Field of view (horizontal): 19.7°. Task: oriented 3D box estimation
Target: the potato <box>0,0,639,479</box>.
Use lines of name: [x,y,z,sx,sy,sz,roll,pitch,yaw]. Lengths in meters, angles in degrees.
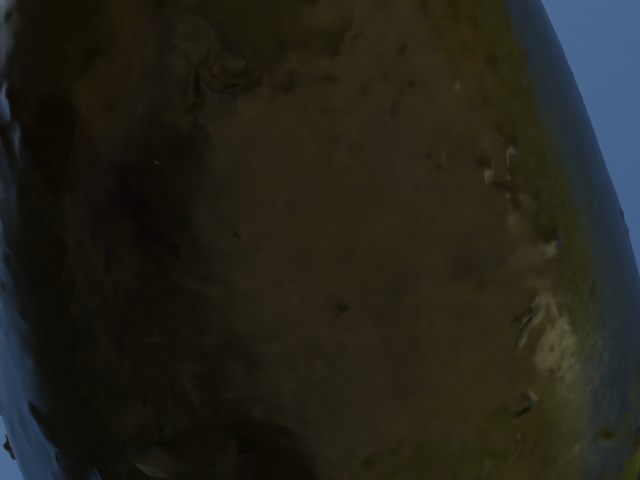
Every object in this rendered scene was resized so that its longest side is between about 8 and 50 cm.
potato: [-0.019,-0.004,0.720,0.270,0.219,0.359,-9,-70,22]
